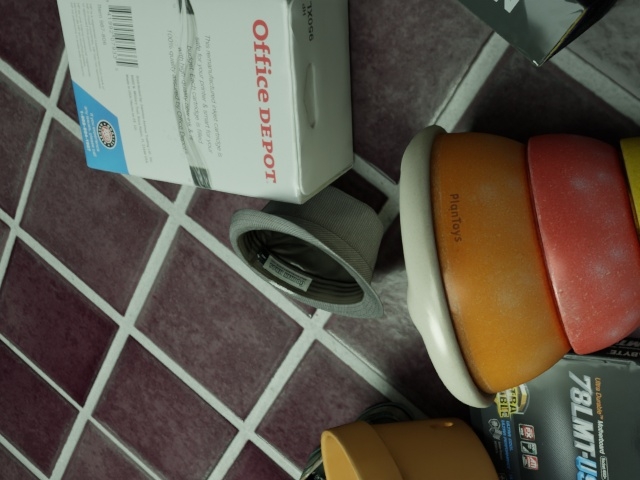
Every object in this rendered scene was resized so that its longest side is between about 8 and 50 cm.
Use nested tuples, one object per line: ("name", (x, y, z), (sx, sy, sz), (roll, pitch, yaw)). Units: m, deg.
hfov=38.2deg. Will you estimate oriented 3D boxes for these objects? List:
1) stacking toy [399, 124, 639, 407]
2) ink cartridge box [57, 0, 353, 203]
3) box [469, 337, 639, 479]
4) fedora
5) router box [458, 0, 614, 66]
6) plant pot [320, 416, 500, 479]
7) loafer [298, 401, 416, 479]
("stacking toy", (0.353, -0.003, 1.074), (0.480, 0.350, 0.350), (-10, 108, 19))
("ink cartridge box", (-0.160, -0.234, 1.331), (0.395, 0.166, 0.285), (12, 120, 28))
("box", (0.363, 0.272, 1.316), (0.293, 0.073, 0.295), (5, 116, 32))
("fedora", (0.000, 0.000, 1.343), (0.244, 0.124, 0.275), (45, 154, -29))
("router box", (0.182, -0.342, 1.006), (0.309, 0.243, 0.081), (42, 129, 7))
("plant pot", (0.146, 0.390, 1.380), (0.291, 0.204, 0.290), (163, 90, -77))
("loafer", (0.057, 0.363, 1.549), (0.096, 0.084, 0.267), (49, 130, 3))
